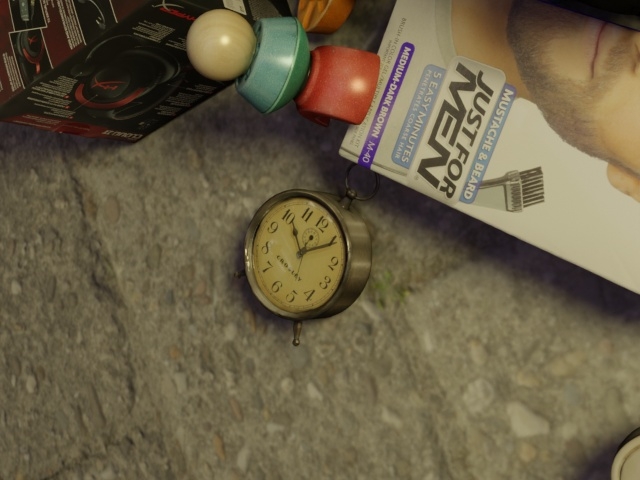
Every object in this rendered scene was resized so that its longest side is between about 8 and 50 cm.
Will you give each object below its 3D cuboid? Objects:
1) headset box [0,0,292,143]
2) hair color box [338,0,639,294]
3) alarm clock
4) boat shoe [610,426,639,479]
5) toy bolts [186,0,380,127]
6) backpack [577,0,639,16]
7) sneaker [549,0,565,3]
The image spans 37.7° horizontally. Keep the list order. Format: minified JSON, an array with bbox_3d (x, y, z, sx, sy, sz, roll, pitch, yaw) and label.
[{"bbox_3d":[-0.206,-0.207,0.982,0.293,0.218,0.110,-25,75,31],"label":"headset box"},{"bbox_3d":[0.198,-0.091,0.778,0.339,0.110,0.185,27,103,29],"label":"hair color box"},{"bbox_3d":[0.000,0.000,0.934,0.129,0.064,0.192,47,116,25],"label":"alarm clock"},{"bbox_3d":[0.379,0.143,0.675,0.335,0.095,0.112,-17,83,27],"label":"boat shoe"},{"bbox_3d":[-0.034,-0.221,0.840,0.218,0.158,0.228,-1,74,66],"label":"toy bolts"},{"bbox_3d":[0.214,-0.297,0.628,0.191,0.225,0.253,20,97,10],"label":"backpack"},{"bbox_3d":[0.260,-0.216,0.765,0.162,0.063,0.073,-7,89,34],"label":"sneaker"}]
